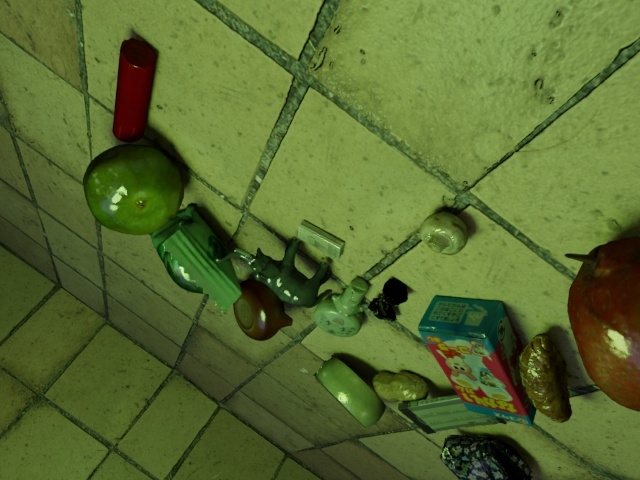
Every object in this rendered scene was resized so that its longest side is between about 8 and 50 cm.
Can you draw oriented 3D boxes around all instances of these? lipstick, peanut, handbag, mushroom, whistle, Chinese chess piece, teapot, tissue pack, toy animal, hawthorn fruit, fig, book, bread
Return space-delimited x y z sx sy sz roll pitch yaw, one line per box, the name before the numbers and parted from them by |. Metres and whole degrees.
lipstick | -0.392 -0.301 1.110 0.073 0.073 0.280 39 148 -4
peanut | 0.214 0.403 1.459 0.089 0.089 0.193 48 147 -19
handbag | 0.463 0.619 1.464 0.208 0.126 0.228 -19 119 47
mushroom | 0.211 -0.009 0.914 0.084 0.067 0.083 31 155 16
whistle | 0.058 0.168 1.312 0.126 0.067 0.258 22 145 -2
Chinese chess piece | 0.086 0.448 1.576 0.238 0.092 0.238 43 170 10
teapot | -0.175 0.183 1.516 0.252 0.135 0.178 32 119 43
tissue pack | 0.000 0.000 1.176 0.108 0.023 0.056 29 150 14
toy animal | -0.090 0.058 1.226 0.270 0.137 0.082 32 169 -9
hawthorn fruit | 0.430 0.094 0.713 0.262 0.210 0.210 50 147 -8
fig | -0.439 -0.146 1.290 0.233 0.314 0.233 -1 119 -2
book | 0.338 0.444 1.369 0.231 0.026 0.157 -21 127 32
bread | 0.432 0.263 1.031 0.076 0.105 0.233 -1 127 38

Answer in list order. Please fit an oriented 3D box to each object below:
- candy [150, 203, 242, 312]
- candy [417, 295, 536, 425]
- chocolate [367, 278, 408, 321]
candy | -0.375 0.035 1.470 0.398 0.172 0.262 11 139 56
candy | 0.341 0.254 1.116 0.157 0.100 0.305 -1 133 44
chocolate | 0.148 0.144 1.191 0.072 0.070 0.147 34 145 13
